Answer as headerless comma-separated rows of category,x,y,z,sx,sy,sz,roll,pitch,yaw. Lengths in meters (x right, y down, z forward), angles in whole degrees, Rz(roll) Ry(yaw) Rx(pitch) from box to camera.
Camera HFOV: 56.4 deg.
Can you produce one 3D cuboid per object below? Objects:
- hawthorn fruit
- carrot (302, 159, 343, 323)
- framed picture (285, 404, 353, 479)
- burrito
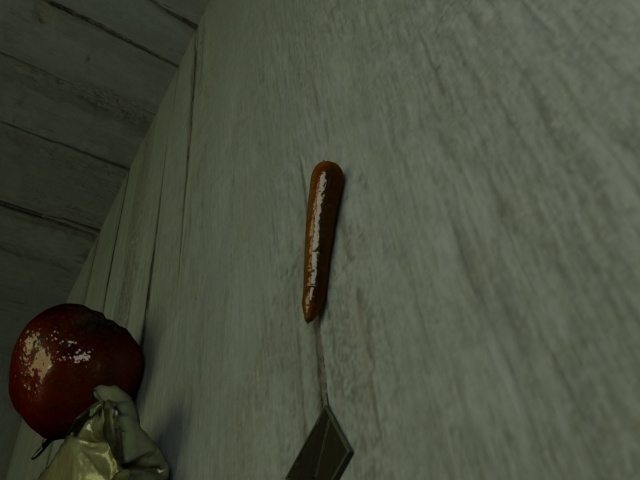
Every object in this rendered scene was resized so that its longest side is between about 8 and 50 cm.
hawthorn fruit,-0.496,0.282,1.159,0.300,0.254,0.254,-61,25,-8
carrot,0.000,0.000,0.655,0.037,0.037,0.190,-25,54,56
framed picture,-0.003,0.204,0.540,0.089,0.007,0.066,-64,26,12
burrito,-0.333,0.373,0.918,0.331,0.135,0.190,-51,40,28
